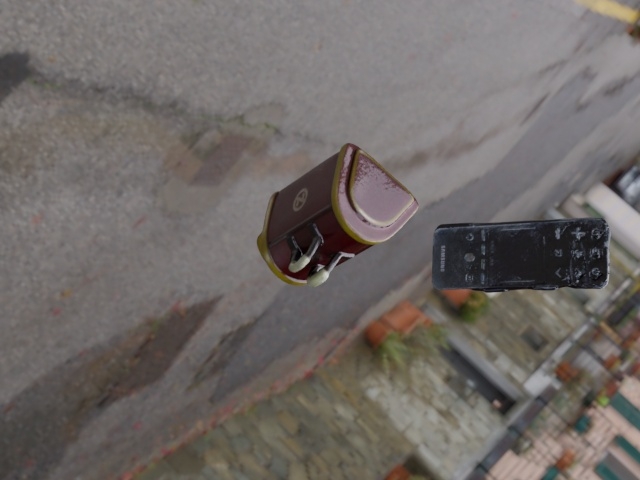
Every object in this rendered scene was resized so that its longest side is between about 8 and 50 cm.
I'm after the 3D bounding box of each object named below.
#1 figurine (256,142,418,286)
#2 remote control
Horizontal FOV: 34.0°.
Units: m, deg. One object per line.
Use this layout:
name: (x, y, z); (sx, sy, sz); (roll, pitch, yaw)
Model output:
figurine: (-0.001, 0.000, 0.881); (0.154, 0.082, 0.098); (-32, -152, 47)
remote control: (0.106, 0.009, 0.555); (0.014, 0.096, 0.039); (26, 65, -59)
